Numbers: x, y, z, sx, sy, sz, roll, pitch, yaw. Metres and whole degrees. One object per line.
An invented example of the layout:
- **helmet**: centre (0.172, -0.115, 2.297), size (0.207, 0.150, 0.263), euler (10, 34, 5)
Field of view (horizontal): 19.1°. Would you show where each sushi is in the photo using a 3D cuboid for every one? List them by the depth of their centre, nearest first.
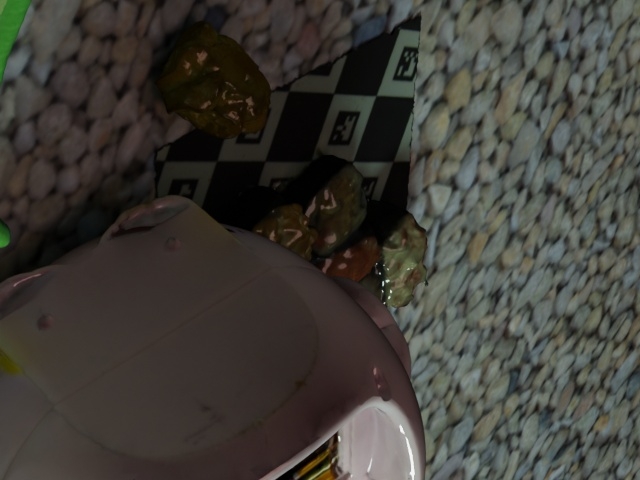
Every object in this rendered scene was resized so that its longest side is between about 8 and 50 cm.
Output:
- **sushi**: centre (0.000, 0.000, 1.493), size (0.294, 0.059, 0.292), euler (-33, 138, -36)

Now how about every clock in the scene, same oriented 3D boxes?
- **clock**: centre (-0.083, 0.194, 1.326), size (0.368, 0.250, 0.376), euler (-33, 142, -26)

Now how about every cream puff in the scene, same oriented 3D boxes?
- **cream puff**: centre (-0.075, -0.106, 1.311), size (0.058, 0.083, 0.083), euler (-31, 177, 31)

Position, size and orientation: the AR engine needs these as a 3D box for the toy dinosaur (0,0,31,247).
- **toy dinosaur**: centre (-0.114, -0.282, 1.089), size (0.374, 0.144, 0.500), euler (-45, 150, -45)
